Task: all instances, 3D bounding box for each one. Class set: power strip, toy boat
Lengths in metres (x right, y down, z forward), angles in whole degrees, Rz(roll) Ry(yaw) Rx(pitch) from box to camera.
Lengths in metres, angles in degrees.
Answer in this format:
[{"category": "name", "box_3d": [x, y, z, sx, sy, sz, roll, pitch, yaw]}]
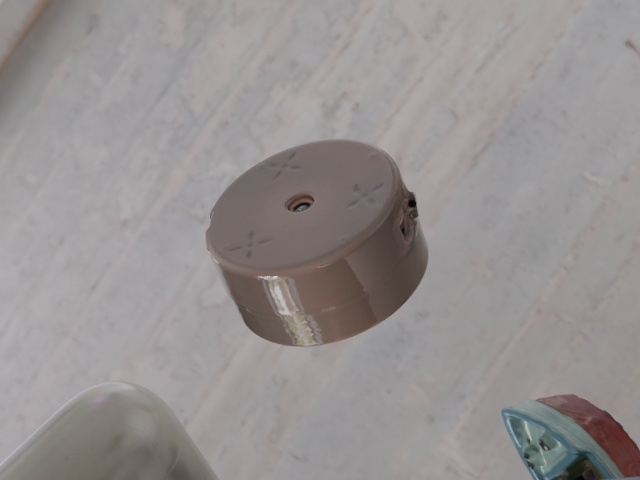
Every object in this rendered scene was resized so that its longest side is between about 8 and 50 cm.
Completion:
[{"category": "power strip", "box_3d": [0.000, 0.000, 0.986, 0.154, 0.078, 0.154, -14, 37, 11]}, {"category": "toy boat", "box_3d": [0.316, 0.323, 1.577, 0.133, 0.145, 0.332, -23, 70, -24]}]

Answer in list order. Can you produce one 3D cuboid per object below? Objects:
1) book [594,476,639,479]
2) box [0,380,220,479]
[{"category": "book", "box_3d": [0.356, 0.285, 1.163, 0.269, 0.025, 0.191, -11, 98, 31]}, {"category": "box", "box_3d": [-0.226, 0.335, 1.469, 0.289, 0.349, 0.141, -43, 41, -18]}]
